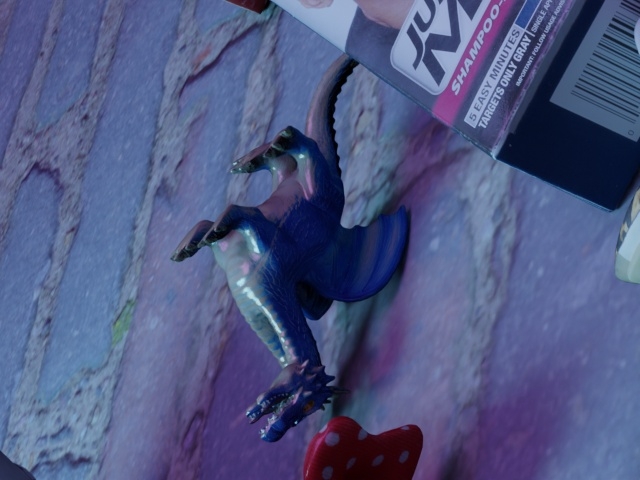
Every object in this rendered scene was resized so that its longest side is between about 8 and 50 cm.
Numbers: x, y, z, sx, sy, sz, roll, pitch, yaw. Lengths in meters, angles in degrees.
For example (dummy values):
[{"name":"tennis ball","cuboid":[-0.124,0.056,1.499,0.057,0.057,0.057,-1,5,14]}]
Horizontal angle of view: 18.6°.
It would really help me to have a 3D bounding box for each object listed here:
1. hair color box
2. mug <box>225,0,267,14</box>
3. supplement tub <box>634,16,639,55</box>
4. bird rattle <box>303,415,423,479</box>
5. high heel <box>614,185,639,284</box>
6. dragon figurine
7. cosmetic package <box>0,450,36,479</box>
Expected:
[{"name":"hair color box","cuboid":[0.089,-0.171,1.192,0.174,0.105,0.347,-62,36,10]},{"name":"mug","cuboid":[-0.057,-0.284,1.656,0.169,0.113,0.150,-67,23,6]},{"name":"supplement tub","cuboid":[0.219,-0.122,1.004,0.107,0.071,0.071,-46,31,37]},{"name":"bird rattle","cuboid":[-0.052,0.195,1.134,0.253,0.207,0.143,136,131,-56]},{"name":"high heel","cuboid":[0.241,-0.080,0.930,0.261,0.093,0.186,-35,27,53]},{"name":"dragon figurine","cuboid":[0.000,0.000,1.315,0.085,0.144,0.289,-30,24,55]},{"name":"cosmetic package","cuboid":[-0.212,0.290,1.290,0.155,0.197,0.365,-39,30,-1]}]
